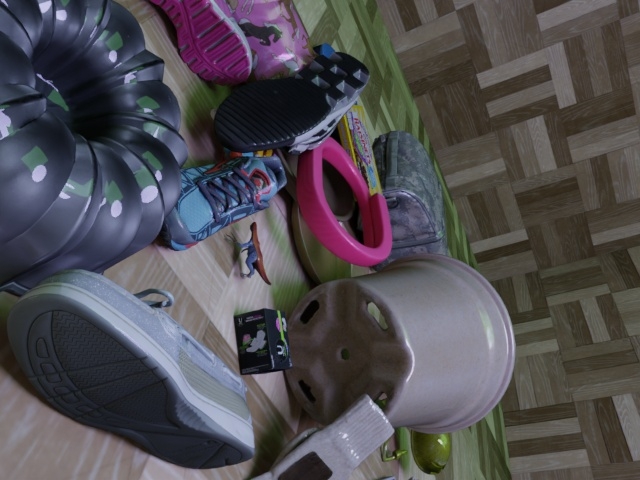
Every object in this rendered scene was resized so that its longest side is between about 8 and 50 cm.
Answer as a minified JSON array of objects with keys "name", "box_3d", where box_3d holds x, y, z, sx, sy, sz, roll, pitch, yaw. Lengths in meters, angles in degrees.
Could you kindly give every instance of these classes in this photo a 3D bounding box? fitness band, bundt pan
[{"name":"fitness band","box_3d":[0.044,-0.073,0.989,0.209,0.054,0.291,38,31,-31]},{"name":"bundt pan","box_3d":[-0.238,-0.120,0.481,0.331,0.124,0.331,48,33,-46]}]

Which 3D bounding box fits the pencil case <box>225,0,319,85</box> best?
[{"name":"pencil case","box_3d":[-0.130,-0.443,0.943,0.387,0.167,0.160,67,-13,-15]}]

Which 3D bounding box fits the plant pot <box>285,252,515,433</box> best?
[{"name":"plant pot","box_3d":[0.112,0.179,0.916,0.305,0.333,0.334,8,67,-54]}]

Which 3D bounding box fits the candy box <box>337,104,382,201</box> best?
[{"name":"candy box","box_3d":[0.081,-0.188,1.168,0.105,0.027,0.206,-14,91,-61]}]

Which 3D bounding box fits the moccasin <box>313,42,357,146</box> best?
[{"name":"moccasin","box_3d":[0.017,-0.259,1.230,0.137,0.116,0.342,-19,96,-57]}]

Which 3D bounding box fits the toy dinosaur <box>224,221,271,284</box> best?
[{"name":"toy dinosaur","box_3d":[-0.095,0.016,0.812,0.047,0.090,0.082,47,62,-76]}]

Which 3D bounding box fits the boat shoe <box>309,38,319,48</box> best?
[{"name":"boat shoe","box_3d":[-0.035,-0.445,1.285,0.190,0.072,0.068,68,22,-11]}]

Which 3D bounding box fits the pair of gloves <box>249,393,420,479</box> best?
[{"name":"pair of gloves","box_3d":[0.039,0.350,0.728,0.240,0.204,0.042,63,-9,-14]}]

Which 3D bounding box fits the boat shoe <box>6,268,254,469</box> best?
[{"name":"boat shoe","box_3d":[-0.156,0.123,0.524,0.320,0.118,0.103,57,20,-45]}]

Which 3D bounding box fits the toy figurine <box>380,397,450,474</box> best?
[{"name":"toy figurine","box_3d":[0.258,0.286,1.150,0.191,0.217,0.363,21,58,-28]}]

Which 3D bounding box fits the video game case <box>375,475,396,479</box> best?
[{"name":"video game case","box_3d":[0.117,0.580,0.969,0.204,0.025,0.286,31,46,-60]}]

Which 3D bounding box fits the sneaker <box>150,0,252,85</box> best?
[{"name":"sneaker","box_3d":[-0.179,-0.352,0.821,0.252,0.102,0.111,56,29,-38]}]

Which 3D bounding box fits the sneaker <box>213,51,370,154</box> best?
[{"name":"sneaker","box_3d":[-0.045,-0.186,0.888,0.122,0.146,0.330,43,47,12]}]

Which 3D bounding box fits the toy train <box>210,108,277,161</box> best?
[{"name":"toy train","box_3d":[-0.131,-0.169,0.893,0.125,0.046,0.166,60,25,-6]}]

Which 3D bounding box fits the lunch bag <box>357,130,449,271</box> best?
[{"name":"lunch bag","box_3d":[0.203,-0.106,1.395,0.305,0.212,0.256,-78,157,-49]}]

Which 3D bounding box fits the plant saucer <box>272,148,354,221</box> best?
[{"name":"plant saucer","box_3d":[-0.027,-0.153,1.070,0.278,0.041,0.278,45,27,-31]}]

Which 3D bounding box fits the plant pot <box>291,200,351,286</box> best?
[{"name":"plant pot","box_3d":[0.000,0.000,1.099,0.236,0.032,0.237,49,32,-45]}]

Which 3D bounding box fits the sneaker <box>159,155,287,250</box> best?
[{"name":"sneaker","box_3d":[-0.123,-0.071,0.719,0.104,0.125,0.262,68,22,-12]}]

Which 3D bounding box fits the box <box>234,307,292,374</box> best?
[{"name":"box","box_3d":[-0.080,0.142,0.771,0.062,0.052,0.084,25,53,-63]}]
